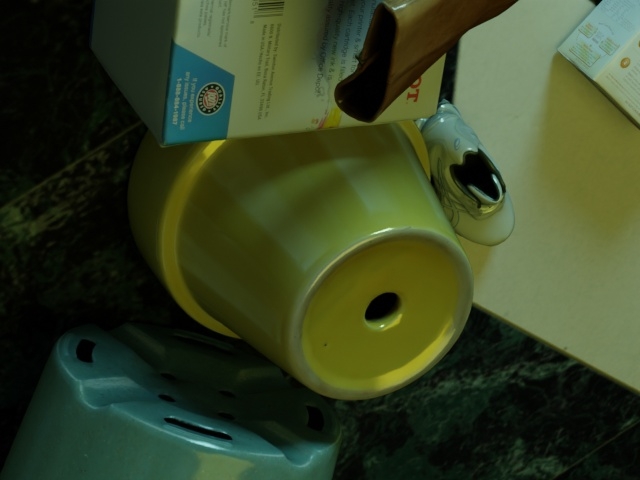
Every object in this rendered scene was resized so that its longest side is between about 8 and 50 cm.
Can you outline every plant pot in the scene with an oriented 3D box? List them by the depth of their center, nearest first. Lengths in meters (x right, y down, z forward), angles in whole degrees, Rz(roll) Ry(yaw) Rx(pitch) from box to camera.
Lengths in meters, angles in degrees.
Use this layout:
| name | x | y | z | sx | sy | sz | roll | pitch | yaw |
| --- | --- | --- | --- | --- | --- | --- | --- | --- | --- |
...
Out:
| name | x | y | z | sx | sy | sz | roll | pitch | yaw |
| --- | --- | --- | --- | --- | --- | --- | --- | --- | --- |
| plant pot | 0.000 | 0.000 | 1.580 | 0.254 | 0.239 | 0.254 | -15 | 127 | -21 |
| plant pot | -0.149 | 0.268 | 1.640 | 0.341 | 0.341 | 0.334 | 10 | 107 | -33 |

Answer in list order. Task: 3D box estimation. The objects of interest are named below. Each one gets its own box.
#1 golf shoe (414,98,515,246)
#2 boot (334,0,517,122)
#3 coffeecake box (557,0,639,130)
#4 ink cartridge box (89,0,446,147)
| name | x | y | z | sx | sy | sz | roll | pitch | yaw |
| --- | --- | --- | --- | --- | --- | --- | --- | --- | --- |
| golf shoe | 0.137 | -0.042 | 1.729 | 0.069 | 0.086 | 0.176 | -40 | 133 | -2 |
| boot | 0.131 | -0.228 | 1.337 | 0.280 | 0.096 | 0.264 | -36 | 170 | -29 |
| coffeecake box | 0.329 | -0.191 | 1.745 | 0.185 | 0.068 | 0.142 | -47 | 130 | 7 |
| ink cartridge box | -0.035 | -0.193 | 1.476 | 0.233 | 0.168 | 0.171 | -7 | 124 | -25 |
